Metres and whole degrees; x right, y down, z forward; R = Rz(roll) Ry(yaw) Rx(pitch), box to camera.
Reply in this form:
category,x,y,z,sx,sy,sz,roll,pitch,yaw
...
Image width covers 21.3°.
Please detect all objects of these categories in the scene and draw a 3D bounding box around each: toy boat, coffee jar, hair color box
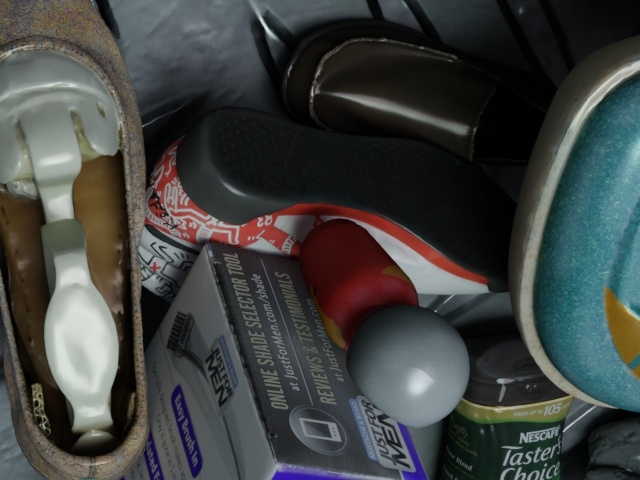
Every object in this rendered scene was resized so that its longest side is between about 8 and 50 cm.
category,x,y,z,sx,sy,sz,roll,pitch,yaw
toy boat,0.150,0.019,0.992,0.318,0.148,0.267,-14,129,-16
coffee jar,0.134,0.154,1.249,0.096,0.079,0.184,-7,112,-23
hair color box,-0.077,0.191,1.044,0.110,0.185,0.338,11,126,-27

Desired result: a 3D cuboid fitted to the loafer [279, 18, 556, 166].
category,x,y,z,sx,sy,sz,roll,pitch,yaw
loafer,0.080,-0.093,1.125,0.220,0.078,0.080,5,107,-27

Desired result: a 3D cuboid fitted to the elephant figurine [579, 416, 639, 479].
category,x,y,z,sx,sy,sz,roll,pitch,yaw
elephant figurine,0.301,0.240,1.339,0.239,0.186,0.169,52,40,-41

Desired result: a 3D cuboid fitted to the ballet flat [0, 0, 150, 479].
category,x,y,z,sx,sy,sz,roll,pitch,yaw
ballet flat,-0.144,-0.013,0.971,0.108,0.106,0.316,-11,89,-8

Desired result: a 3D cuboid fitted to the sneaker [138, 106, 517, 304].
category,x,y,z,sx,sy,sz,roll,pitch,yaw
sneaker,-0.001,-0.001,1.100,0.270,0.090,0.145,14,146,-33
